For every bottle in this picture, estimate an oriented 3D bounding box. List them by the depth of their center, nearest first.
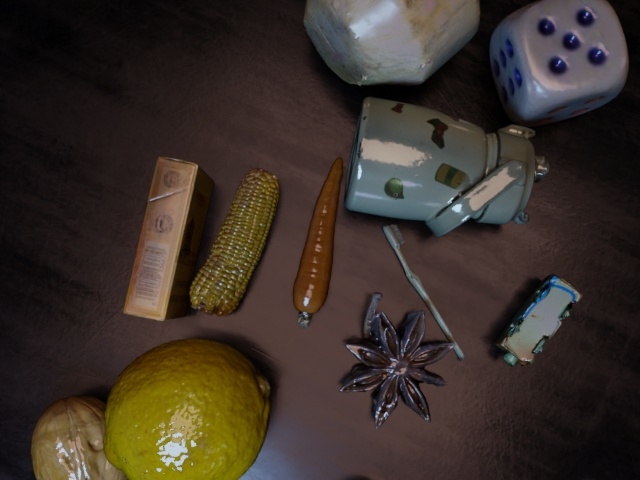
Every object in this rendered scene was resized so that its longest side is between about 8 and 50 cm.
[{"bbox_3d":[0.226,-0.117,1.266,0.352,0.229,0.229,11,85,-2],"label":"bottle"}]

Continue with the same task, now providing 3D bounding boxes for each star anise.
[{"bbox_3d":[0.134,0.215,1.292,0.230,0.081,0.262,-22,96,-2],"label":"star anise"}]

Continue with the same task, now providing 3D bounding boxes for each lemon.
[{"bbox_3d":[-0.224,0.300,1.196,0.293,0.293,0.293,0,85,0],"label":"lemon"}]

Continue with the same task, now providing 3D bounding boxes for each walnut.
[{"bbox_3d":[-0.422,0.371,1.242,0.165,0.165,0.197,-23,85,-2],"label":"walnut"}]

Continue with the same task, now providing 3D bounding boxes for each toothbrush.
[{"bbox_3d":[0.195,0.097,1.331,0.028,0.026,0.294,-25,85,-17],"label":"toothbrush"}]

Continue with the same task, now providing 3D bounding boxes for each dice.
[{"bbox_3d":[0.429,-0.325,1.286,0.192,0.193,0.194,-16,86,0],"label":"dice"}]

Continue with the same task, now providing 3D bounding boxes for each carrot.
[{"bbox_3d":[0.000,0.000,1.322,0.069,0.069,0.335,11,82,1],"label":"carrot"}]

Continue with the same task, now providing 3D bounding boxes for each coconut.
[{"bbox_3d":[0.134,-0.458,1.243,0.353,0.352,0.352,0,85,0],"label":"coconut"}]

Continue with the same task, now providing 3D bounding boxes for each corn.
[{"bbox_3d":[-0.154,0.001,1.307,0.101,0.101,0.291,20,82,2],"label":"corn"}]

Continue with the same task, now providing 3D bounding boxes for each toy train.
[{"bbox_3d":[0.393,0.149,1.291,0.072,0.099,0.188,38,87,6],"label":"toy train"}]

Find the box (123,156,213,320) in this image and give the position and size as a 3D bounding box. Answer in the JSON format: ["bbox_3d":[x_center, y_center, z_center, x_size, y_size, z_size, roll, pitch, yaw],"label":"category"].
[{"bbox_3d":[-0.267,0.002,1.266,0.076,0.174,0.274,11,86,0],"label":"box"}]
